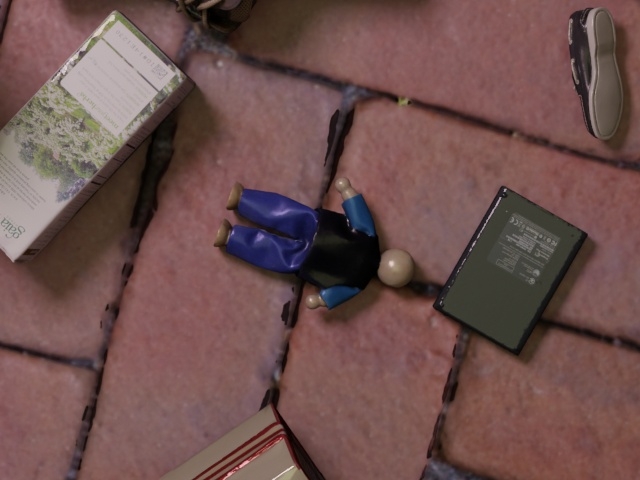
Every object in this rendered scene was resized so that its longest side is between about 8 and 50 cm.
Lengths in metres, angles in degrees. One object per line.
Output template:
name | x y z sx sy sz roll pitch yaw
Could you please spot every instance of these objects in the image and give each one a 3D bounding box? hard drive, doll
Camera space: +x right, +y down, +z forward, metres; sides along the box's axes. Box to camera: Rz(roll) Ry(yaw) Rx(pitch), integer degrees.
hard drive | 0.180 0.029 1.823 0.094 0.022 0.135 30 91 -1
doll | 0.000 0.000 1.811 0.189 0.046 0.129 19 92 0

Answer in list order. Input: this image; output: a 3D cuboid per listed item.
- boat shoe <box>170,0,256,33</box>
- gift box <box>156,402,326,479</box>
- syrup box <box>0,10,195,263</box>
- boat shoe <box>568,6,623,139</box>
boat shoe | -0.092 -0.264 1.755 0.355 0.132 0.130 -11 80 1
gift box | -0.091 0.308 1.721 0.258 0.255 0.276 -35 97 -1
syrup box | -0.232 -0.094 1.785 0.093 0.096 0.237 43 91 1
boat shoe | 0.256 -0.157 1.812 0.046 0.038 0.125 -13 99 -41
